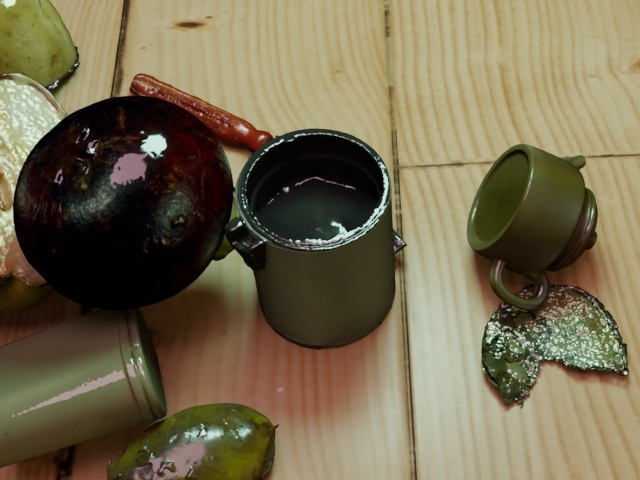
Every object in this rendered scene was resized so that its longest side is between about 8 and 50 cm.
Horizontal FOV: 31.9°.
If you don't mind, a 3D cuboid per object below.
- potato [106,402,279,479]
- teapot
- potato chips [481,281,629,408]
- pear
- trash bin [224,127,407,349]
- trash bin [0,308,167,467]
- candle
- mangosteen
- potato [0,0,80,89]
[{"bbox_3d":[-0.172,0.302,1.534,0.251,0.113,0.149,-22,58,-10],"label":"potato"},{"bbox_3d":[0.336,-0.021,1.693,0.175,0.185,0.268,23,75,-13],"label":"teapot"},{"bbox_3d":[0.336,0.153,1.654,0.220,0.029,0.202,-23,56,-15],"label":"potato chips"},{"bbox_3d":[-0.527,-0.063,1.740,0.340,0.191,0.386,8,58,-31],"label":"pear"},{"bbox_3d":[0.000,0.000,1.642,0.277,0.262,0.217,-32,58,-17],"label":"trash bin"},{"bbox_3d":[-0.357,0.198,1.587,0.247,0.121,0.243,-18,27,-4],"label":"trash bin"},{"bbox_3d":[-0.203,-0.216,1.944,0.329,0.048,0.051,26,48,22],"label":"candle"},{"bbox_3d":[-0.266,-0.047,1.585,0.330,0.330,0.330,-2,55,3],"label":"mangosteen"},{"bbox_3d":[-0.588,-0.368,1.984,0.285,0.242,0.242,-4,55,5],"label":"potato"}]
